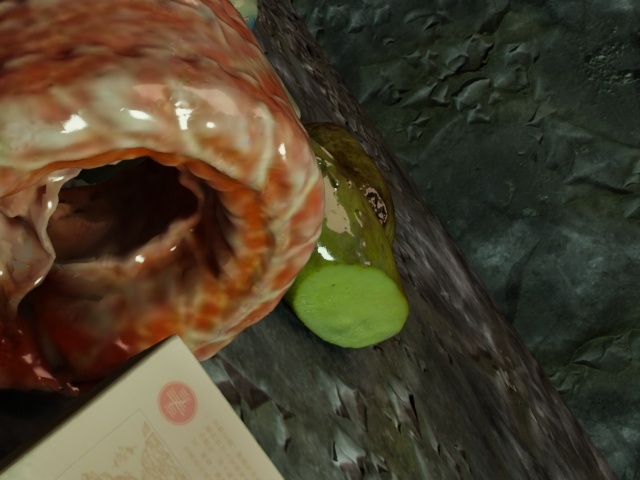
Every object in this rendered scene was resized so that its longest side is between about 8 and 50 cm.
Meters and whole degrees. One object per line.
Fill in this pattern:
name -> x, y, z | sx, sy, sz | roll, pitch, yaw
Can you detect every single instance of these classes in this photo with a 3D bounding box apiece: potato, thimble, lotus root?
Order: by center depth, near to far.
thimble -> -0.125, -0.033, 0.568 | 0.239, 0.239, 0.162 | 40, 18, -49
potato -> 0.000, 0.000, 1.118 | 0.298, 0.141, 0.176 | 48, 25, -27
lotus root -> 0.029, -0.045, 1.364 | 0.260, 0.128, 0.145 | 65, 6, 30

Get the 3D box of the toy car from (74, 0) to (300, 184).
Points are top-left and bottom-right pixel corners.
toy car -> -0.176, -0.200, 0.759 | 0.226, 0.242, 0.336 | 35, 25, -50

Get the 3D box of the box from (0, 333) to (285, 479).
box -> -0.068, 0.165, 0.506 | 0.201, 0.058, 0.141 | 54, 50, -6
